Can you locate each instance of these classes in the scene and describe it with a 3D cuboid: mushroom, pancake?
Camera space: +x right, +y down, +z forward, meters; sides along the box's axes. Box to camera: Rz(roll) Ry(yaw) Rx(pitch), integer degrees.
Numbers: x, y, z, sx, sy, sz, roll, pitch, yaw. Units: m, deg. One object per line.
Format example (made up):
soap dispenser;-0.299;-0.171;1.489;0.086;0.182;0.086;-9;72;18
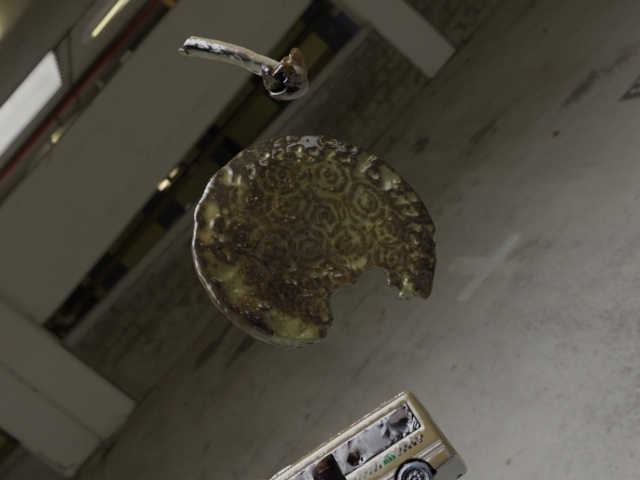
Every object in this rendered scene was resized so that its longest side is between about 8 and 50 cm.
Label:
mushroom;-0.096;-0.226;1.080;0.061;0.187;0.060;-53;-23;-33
pancake;0.000;0.000;0.981;0.033;0.286;0.288;-49;15;58

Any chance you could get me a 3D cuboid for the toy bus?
toy bus;0.053;0.348;1.221;0.289;0.157;0.139;-34;-31;1
